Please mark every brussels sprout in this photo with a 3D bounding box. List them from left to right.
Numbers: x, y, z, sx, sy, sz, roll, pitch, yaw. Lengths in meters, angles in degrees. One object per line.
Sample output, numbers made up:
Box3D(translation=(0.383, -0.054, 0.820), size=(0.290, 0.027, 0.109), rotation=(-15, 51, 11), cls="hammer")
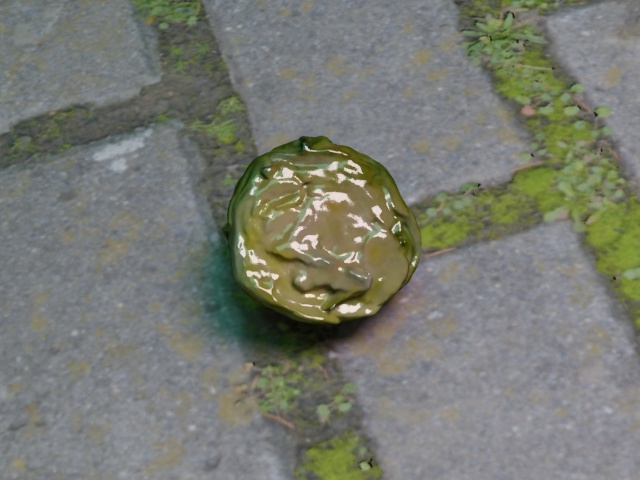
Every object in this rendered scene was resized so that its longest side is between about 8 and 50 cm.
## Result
Box3D(translation=(-0.001, -0.002, 1.192), size=(0.149, 0.122, 0.151), rotation=(-26, 84, -3), cls="brussels sprout")
